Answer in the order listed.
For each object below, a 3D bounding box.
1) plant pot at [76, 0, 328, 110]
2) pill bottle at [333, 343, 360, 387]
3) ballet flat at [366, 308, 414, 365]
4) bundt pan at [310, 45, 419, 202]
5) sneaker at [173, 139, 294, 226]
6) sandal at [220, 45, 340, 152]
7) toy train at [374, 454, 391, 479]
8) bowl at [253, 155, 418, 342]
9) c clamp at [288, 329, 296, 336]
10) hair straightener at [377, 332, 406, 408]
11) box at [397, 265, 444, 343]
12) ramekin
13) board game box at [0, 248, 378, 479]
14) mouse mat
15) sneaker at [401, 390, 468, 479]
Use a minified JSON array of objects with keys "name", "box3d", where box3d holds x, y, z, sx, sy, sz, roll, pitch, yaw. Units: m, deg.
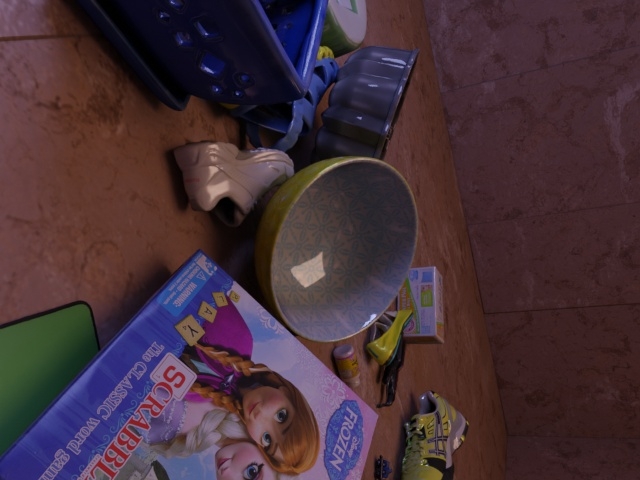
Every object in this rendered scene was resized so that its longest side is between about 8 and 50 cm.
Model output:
[{"name":"plant pot","box3d":[-0.138,-0.304,0.627,0.236,0.212,0.235,55,36,-47]},{"name":"pill bottle","box3d":[0.056,0.256,1.085,0.043,0.043,0.083,-50,128,-59]},{"name":"ballet flat","box3d":[0.169,0.218,1.314,0.077,0.077,0.231,-60,172,32]},{"name":"bundt pan","box3d":[0.072,-0.210,1.001,0.331,0.124,0.330,19,90,-84]},{"name":"sneaker","box3d":[-0.119,-0.078,0.775,0.232,0.090,0.115,-7,96,-57]},{"name":"sandal","box3d":[-0.054,-0.236,0.896,0.317,0.126,0.138,-44,114,-50]},{"name":"toy train","box3d":[0.139,0.561,1.183,0.027,0.036,0.158,44,44,-54]},{"name":"bowl","box3d":[0.000,0.000,0.844,0.290,0.156,0.289,-15,116,-35]},{"name":"c clamp","box3d":[-0.056,0.102,0.921,0.137,0.022,0.160,-66,139,-58]},{"name":"hair straightener","box3d":[0.171,0.311,1.331,0.230,0.047,0.089,-65,143,-43]},{"name":"box","box3d":[0.286,0.188,1.525,0.103,0.114,0.203,43,46,-57]},{"name":"ramekin","box3d":[-0.025,-0.480,1.007,0.303,0.148,0.303,-8,90,-66]},{"name":"board game box","box3d":[-0.100,0.210,0.550,0.318,0.066,0.318,44,35,-10]},{"name":"mouse mat","box3d":[-0.262,0.146,0.468,0.190,0.007,0.152,-19,100,-65]},{"name":"sneaker","box3d":[0.264,0.548,1.391,0.147,0.145,0.385,48,31,1]}]
